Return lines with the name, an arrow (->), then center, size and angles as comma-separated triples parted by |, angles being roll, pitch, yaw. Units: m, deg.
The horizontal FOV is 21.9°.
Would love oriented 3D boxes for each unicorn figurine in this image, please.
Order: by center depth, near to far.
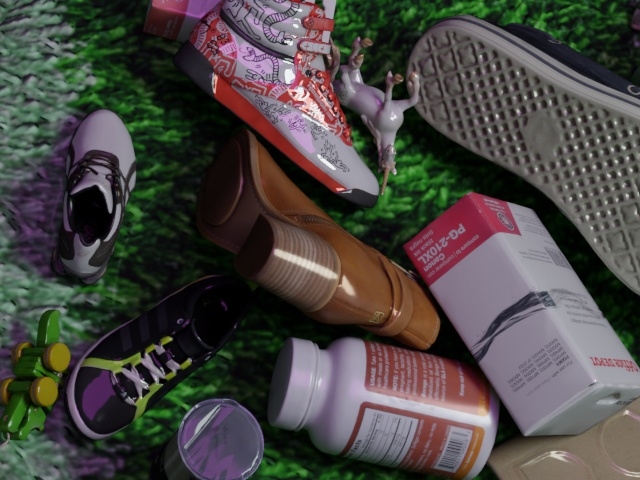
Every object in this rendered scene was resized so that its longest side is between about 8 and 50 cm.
unicorn figurine -> 0.060, -0.148, 1.820 | 0.060, 0.111, 0.162 | -15, 52, -38

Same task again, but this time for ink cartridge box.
ink cartridge box -> 0.214, 0.079, 1.698 | 0.172, 0.100, 0.237 | 10, 44, -60
ink cartridge box -> -0.086, -0.265, 1.831 | 0.198, 0.067, 0.115 | 15, 66, -10

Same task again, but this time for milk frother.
milk frother -> -0.081, 0.233, 1.586 | 0.143, 0.135, 0.129 | 4, 68, -16

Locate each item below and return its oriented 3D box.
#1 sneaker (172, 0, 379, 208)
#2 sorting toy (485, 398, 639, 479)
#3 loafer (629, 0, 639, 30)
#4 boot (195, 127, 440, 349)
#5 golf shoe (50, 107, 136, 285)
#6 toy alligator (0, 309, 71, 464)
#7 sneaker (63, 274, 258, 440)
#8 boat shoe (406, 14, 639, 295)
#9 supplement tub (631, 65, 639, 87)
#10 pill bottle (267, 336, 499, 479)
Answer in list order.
sneaker -> -0.011, -0.162, 1.753 | 0.270, 0.090, 0.145 | 38, 96, -9
sorting toy -> 0.351, 0.254, 1.748 | 0.307, 0.041, 0.229 | -23, 60, -25
loafer -> 0.436, -0.256, 2.014 | 0.125, 0.039, 0.045 | 22, 30, -11
boot -> 0.000, 0.000, 1.705 | 0.220, 0.283, 0.109 | 25, 103, -29
golf shoe -> -0.223, -0.056, 1.686 | 0.077, 0.094, 0.198 | 9, 64, -12
toy alligator -> -0.280, 0.158, 1.604 | 0.051, 0.056, 0.190 | 44, 53, -43
sneaker -> -0.154, 0.102, 1.629 | 0.234, 0.097, 0.084 | -44, 101, -28
boat shoe -> 0.319, -0.086, 1.779 | 0.500, 0.187, 0.156 | 37, 29, 21
supplement tub -> 0.519, -0.092, 1.852 | 0.241, 0.241, 0.331 | -23, 76, -25
pill bottle -> 0.062, 0.165, 1.667 | 0.216, 0.121, 0.121 | 14, 65, -12
